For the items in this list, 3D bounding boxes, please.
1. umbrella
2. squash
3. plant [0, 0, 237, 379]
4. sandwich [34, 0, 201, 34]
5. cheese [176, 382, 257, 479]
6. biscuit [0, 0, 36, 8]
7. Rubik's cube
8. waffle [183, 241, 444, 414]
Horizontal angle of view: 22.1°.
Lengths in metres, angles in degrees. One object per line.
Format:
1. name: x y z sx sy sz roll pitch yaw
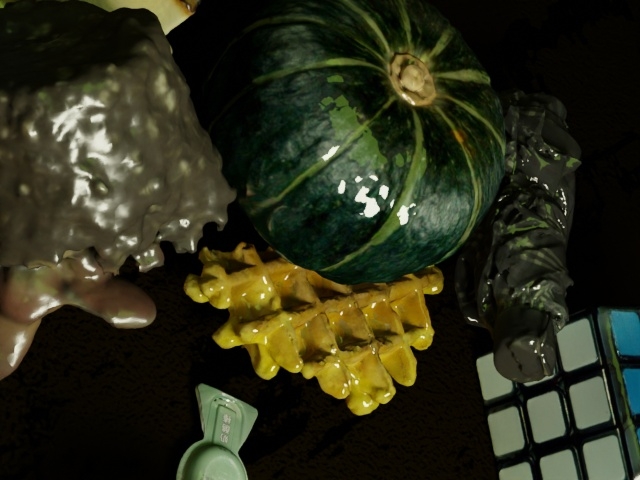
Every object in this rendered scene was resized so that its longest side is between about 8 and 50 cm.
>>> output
1. umbrella: 0.166 0.003 1.446 0.128 0.154 0.336 6 51 2
2. squash: 0.027 -0.087 1.271 0.252 0.165 0.252 20 54 -31
3. plant: -0.171 -0.043 1.129 0.204 0.178 0.234 -42 131 -47
4. sandwich: -0.177 -0.268 1.274 0.220 0.108 0.186 43 36 -15
5. cheese: -0.079 0.171 1.244 0.067 0.026 0.120 30 54 -30
6. biscuit: -0.297 -0.141 1.185 0.203 0.041 0.260 25 57 -37
7. Rubik's cube: 0.257 0.153 1.458 0.162 0.163 0.160 3 69 -39
8. waffle: 0.000 0.000 1.368 0.260 0.069 0.293 32 49 -29
